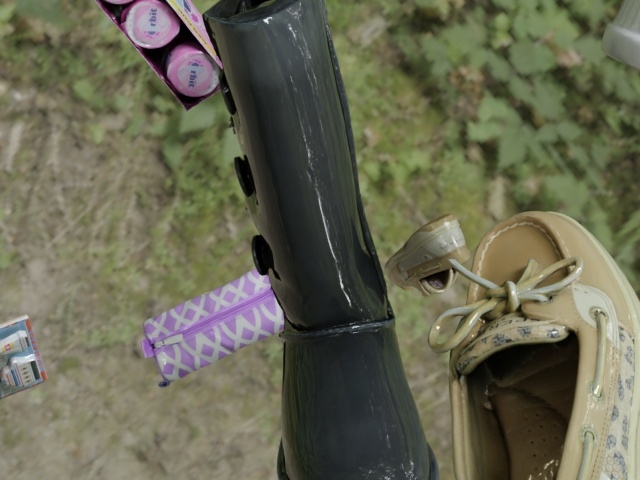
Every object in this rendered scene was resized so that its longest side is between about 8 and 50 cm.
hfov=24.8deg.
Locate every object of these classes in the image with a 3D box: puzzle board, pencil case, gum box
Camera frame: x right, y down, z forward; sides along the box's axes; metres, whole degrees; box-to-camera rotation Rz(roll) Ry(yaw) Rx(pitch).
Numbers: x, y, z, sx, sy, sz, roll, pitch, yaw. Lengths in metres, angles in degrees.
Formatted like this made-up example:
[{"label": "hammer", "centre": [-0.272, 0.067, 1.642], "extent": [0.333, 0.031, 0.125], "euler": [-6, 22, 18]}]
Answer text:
[{"label": "puzzle board", "centre": [-0.255, 0.100, 1.085], "extent": [0.096, 0.128, 0.011], "euler": [-20, 67, -13]}, {"label": "pencil case", "centre": [-0.114, 0.092, 1.719], "extent": [0.086, 0.206, 0.088], "euler": [64, 2, 21]}, {"label": "gum box", "centre": [-0.176, -0.242, 1.541], "extent": [0.188, 0.062, 0.107], "euler": [51, 11, -27]}]

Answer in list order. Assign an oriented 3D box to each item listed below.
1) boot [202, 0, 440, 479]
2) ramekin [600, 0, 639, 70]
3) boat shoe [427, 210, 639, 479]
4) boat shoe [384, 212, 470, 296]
[{"label": "boot", "centre": [-0.001, -0.001, 1.307], "extent": [0.367, 0.146, 0.445], "euler": [-112, -166, -69]}, {"label": "ramekin", "centre": [0.322, -0.160, 1.076], "extent": [0.207, 0.109, 0.207], "euler": [16, 15, -4]}, {"label": "boat shoe", "centre": [0.116, 0.085, 0.769], "extent": [0.089, 0.105, 0.285], "euler": [35, 35, -35]}, {"label": "boat shoe", "centre": [0.110, 0.028, 1.474], "extent": [0.063, 0.170, 0.059], "euler": [-25, 78, -15]}]
